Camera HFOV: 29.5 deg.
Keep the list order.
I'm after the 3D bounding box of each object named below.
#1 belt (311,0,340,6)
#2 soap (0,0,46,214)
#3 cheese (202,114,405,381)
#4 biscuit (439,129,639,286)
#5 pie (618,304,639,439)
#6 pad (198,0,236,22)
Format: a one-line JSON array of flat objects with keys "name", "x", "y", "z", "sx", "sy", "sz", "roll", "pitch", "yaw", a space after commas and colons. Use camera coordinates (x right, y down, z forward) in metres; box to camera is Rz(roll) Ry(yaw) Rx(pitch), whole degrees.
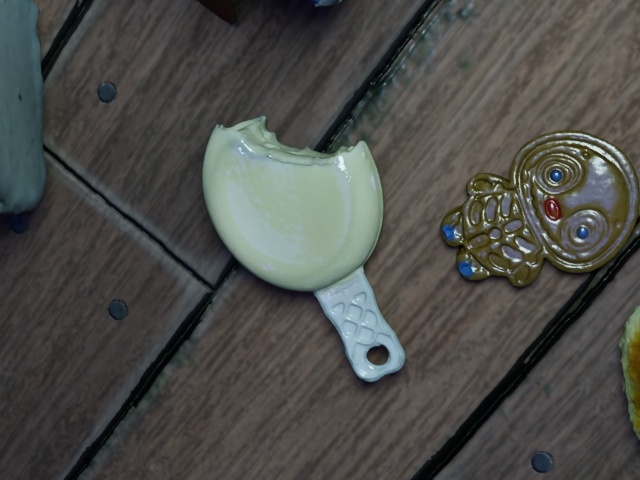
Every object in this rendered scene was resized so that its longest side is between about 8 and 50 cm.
[{"name": "belt", "x": -0.097, "y": -0.330, "z": 0.983, "sx": 0.347, "sy": 0.212, "sz": 0.117, "roll": 38, "pitch": 107, "yaw": 11}, {"name": "soap", "x": -0.483, "y": -0.114, "z": 1.085, "sx": 0.435, "sy": 0.350, "sz": 0.213, "roll": -1, "pitch": 92, "yaw": 16}, {"name": "cheese", "x": -0.017, "y": 0.010, "z": 1.093, "sx": 0.163, "sy": 0.071, "sz": 0.248, "roll": -5, "pitch": 99, "yaw": 18}, {"name": "biscuit", "x": 0.190, "y": -0.022, "z": 1.046, "sx": 0.175, "sy": 0.026, "sz": 0.124, "roll": -26, "pitch": 91, "yaw": 19}, {"name": "pie", "x": 0.348, "y": 0.111, "z": 0.990, "sx": 0.205, "sy": 0.084, "sz": 0.179, "roll": -17, "pitch": 94, "yaw": 22}, {"name": "pad", "x": -0.180, "y": -0.290, "z": 1.040, "sx": 0.267, "sy": 0.181, "sz": 0.004, "roll": 38, "pitch": 82, "yaw": 8}]
